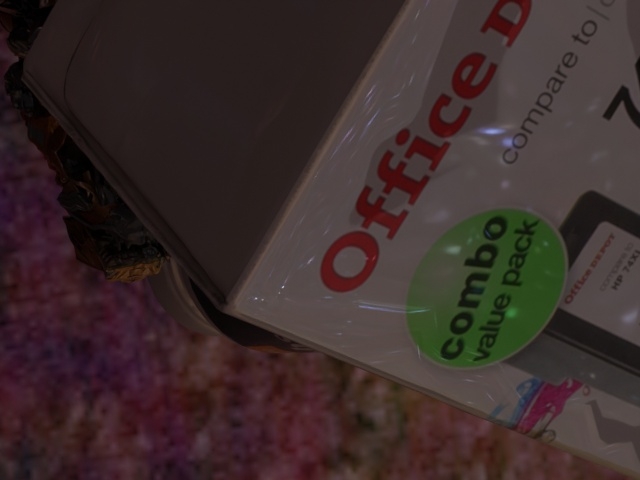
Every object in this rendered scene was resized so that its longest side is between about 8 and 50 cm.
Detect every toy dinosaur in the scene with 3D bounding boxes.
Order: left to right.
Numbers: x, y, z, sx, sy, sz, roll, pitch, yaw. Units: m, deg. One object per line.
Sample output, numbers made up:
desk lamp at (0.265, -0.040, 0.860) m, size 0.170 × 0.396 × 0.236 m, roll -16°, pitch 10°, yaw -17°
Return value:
toy dinosaur at (-0.134, -0.146, 0.989) m, size 0.322 × 0.164 × 0.218 m, roll 56°, pitch -24°, yaw 12°

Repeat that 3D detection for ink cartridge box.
ink cartridge box at (0.082, -0.056, 0.618) m, size 0.270 × 0.198 × 0.197 m, roll 23°, pitch 13°, yaw -34°

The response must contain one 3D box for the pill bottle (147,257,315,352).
pill bottle at (0.000, 0.000, 1.310) m, size 0.162 × 0.278 × 0.162 m, roll 4°, pitch 84°, yaw -35°
